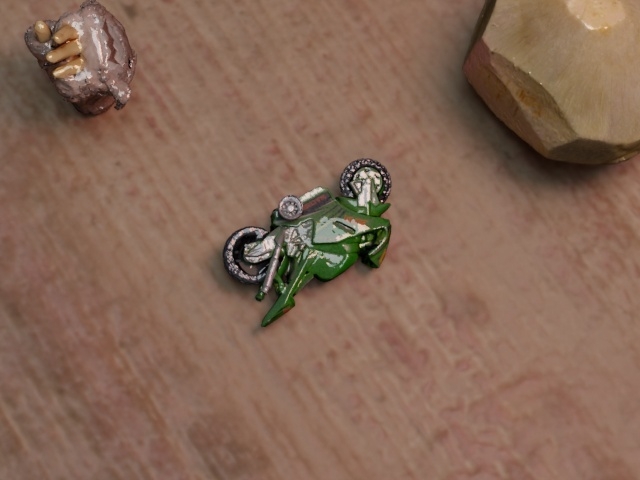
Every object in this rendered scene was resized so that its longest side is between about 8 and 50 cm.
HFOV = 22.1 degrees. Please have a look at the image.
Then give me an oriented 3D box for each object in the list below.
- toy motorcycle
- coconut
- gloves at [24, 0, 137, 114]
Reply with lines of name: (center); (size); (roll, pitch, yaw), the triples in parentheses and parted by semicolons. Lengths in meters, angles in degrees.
toy motorcycle: (0.000, 0.000, 1.615); (0.190, 0.074, 0.106); (-31, 87, -11)
coconut: (0.256, -0.186, 1.595); (0.197, 0.237, 0.237); (-33, 78, -11)
gloves: (-0.228, -0.177, 1.610); (0.094, 0.144, 0.110); (-29, 100, -11)
